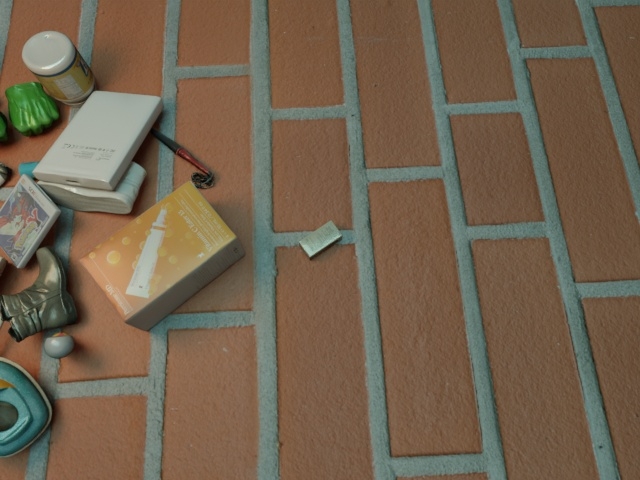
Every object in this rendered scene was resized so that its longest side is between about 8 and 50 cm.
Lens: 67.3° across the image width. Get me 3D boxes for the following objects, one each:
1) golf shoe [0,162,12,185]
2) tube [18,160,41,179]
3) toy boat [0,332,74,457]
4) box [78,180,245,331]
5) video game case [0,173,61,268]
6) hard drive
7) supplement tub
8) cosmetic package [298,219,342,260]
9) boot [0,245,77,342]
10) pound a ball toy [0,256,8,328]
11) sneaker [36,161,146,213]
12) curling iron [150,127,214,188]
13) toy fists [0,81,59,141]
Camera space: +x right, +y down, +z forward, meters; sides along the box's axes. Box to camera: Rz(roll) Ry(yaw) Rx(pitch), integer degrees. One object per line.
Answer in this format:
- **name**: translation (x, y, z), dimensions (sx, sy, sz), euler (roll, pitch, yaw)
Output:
- **golf shoe**: translation (-1.019, -0.221, 1.405), dimensions (0.198, 0.077, 0.094), euler (29, 84, -3)
- **tube**: translation (-0.776, -0.219, 1.424), dimensions (0.207, 0.080, 0.052), euler (-9, 99, 0)
- **toy boat**: translation (-0.740, 0.346, 1.170), dimensions (0.267, 0.148, 0.318), euler (48, 66, -12)
- **box**: translation (-0.410, 0.044, 1.290), dimensions (0.345, 0.168, 0.215), euler (-39, 77, -12)
- **video game case**: translation (-0.826, -0.055, 1.337), dimensions (0.183, 0.023, 0.201), euler (40, 98, 22)
- **hard drive**: translation (-0.634, -0.301, 1.400), dimensions (0.233, 0.047, 0.353), euler (8, 56, 10)
- **supplement tub**: translation (-0.776, -0.509, 1.449), dimensions (0.144, 0.199, 0.144), euler (0, 72, -1)
- **cosmetic package**: translation (0.000, 0.000, 1.379), dimensions (0.115, 0.041, 0.060), euler (-32, 76, -11)
- **boot**: translation (-0.755, 0.132, 1.260), dimensions (0.161, 0.083, 0.246), euler (-12, 70, -42)
- **pound a ball toy**: translation (-0.925, 0.191, 1.269), dimensions (0.208, 0.136, 0.319), euler (23, 71, -20)
- **sneaker**: translation (-0.656, -0.176, 1.405), dimensions (0.293, 0.108, 0.169), euler (9, 57, 6)
- **curling iron**: translation (-0.425, -0.255, 1.458), dimensions (0.068, 0.035, 0.274), euler (-43, 78, -14)
- **toy fists**: translation (-0.934, -0.366, 1.432), dimensions (0.279, 0.096, 0.142), euler (-23, 85, -25)
